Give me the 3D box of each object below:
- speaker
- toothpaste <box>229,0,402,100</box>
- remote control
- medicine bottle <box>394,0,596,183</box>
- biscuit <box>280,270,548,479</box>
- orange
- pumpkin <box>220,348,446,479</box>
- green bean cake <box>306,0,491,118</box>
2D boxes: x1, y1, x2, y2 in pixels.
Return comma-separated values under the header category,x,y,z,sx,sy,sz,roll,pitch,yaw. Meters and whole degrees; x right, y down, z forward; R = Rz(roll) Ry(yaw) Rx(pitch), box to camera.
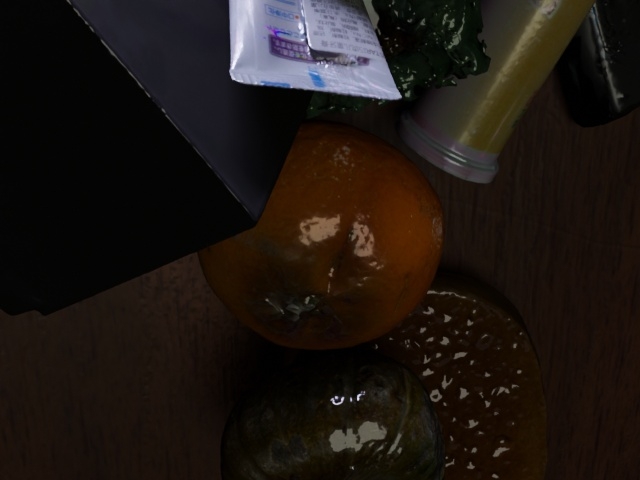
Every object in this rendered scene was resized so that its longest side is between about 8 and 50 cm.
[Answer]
category,x,y,z,sx,sy,sz,roll,pitch,yaw
speaker,-0.178,-0.100,0.628,0.254,0.184,0.232,-22,121,31
toothpaste,-0.025,-0.207,0.622,0.114,0.299,0.073,5,141,-21
remote control,0.264,-0.299,0.797,0.145,0.062,0.398,-26,116,-4
medicine bottle,0.213,-0.250,0.722,0.108,0.108,0.426,19,118,-23
biscuit,0.085,0.217,0.954,0.351,0.070,0.394,-6,113,-8
orange,0.000,0.000,0.763,0.224,0.170,0.224,5,135,5
pumpkin,0.013,0.211,0.802,0.219,0.162,0.218,0,130,-1
green bean cake,0.012,-0.165,0.708,0.209,0.193,0.107,-20,122,-6
